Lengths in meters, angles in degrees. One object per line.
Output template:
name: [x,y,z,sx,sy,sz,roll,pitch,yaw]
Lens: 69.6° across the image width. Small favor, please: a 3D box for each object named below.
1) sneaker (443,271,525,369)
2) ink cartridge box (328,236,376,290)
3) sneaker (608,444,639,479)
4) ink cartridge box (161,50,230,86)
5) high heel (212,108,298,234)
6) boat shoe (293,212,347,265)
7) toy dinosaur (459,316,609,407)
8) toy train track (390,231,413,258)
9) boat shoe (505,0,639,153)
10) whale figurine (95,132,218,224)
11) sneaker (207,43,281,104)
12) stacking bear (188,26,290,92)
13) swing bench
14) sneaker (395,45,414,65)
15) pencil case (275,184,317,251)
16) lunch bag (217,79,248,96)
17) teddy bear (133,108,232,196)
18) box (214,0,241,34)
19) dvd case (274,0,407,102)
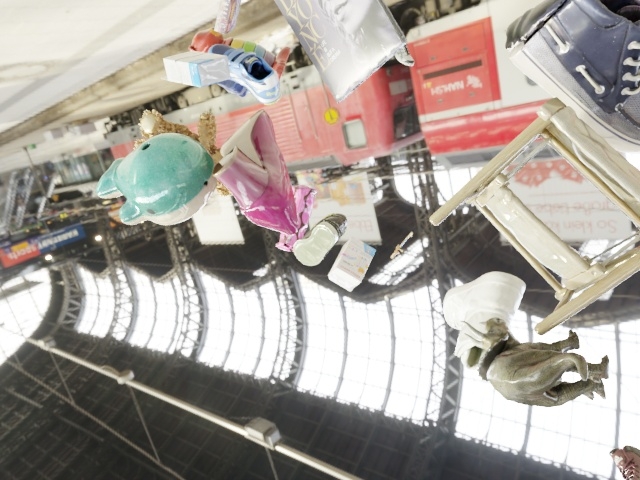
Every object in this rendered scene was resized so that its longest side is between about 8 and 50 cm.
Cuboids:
sneaker: [0.306,0.184,0.949,0.108,0.169,0.292,22,159,5]
ink cartridge box: [0.096,0.079,1.457,0.143,0.092,0.090,-62,-176,-27]
sneaker: [0.803,0.633,1.201,0.281,0.106,0.162,-4,-143,-29]
ink cartridge box: [-0.158,-0.214,0.570,0.083,0.028,0.048,21,-140,33]
high heel: [-0.116,-0.149,0.966,0.127,0.181,0.377,-35,-156,23]
boat shoe: [0.000,0.000,1.168,0.068,0.081,0.228,-44,-177,-31]
toy dinosaur: [0.299,0.188,0.645,0.160,0.121,0.313,-11,180,13]
toy train track: [0.198,0.014,1.104,0.083,0.014,0.048,-55,-176,28]
boat shoe: [0.472,-0.272,0.730,0.127,0.340,0.158,-64,-169,-20]
whale figurine: [-0.334,-0.132,0.892,0.272,0.141,0.216,10,-122,27]
sneaker: [-0.122,-0.282,0.744,0.053,0.144,0.059,-53,171,-18]
stacking bear: [-0.263,-0.569,1.452,0.289,0.164,0.175,20,-135,-13]
swing bench: [0.361,-0.040,0.700,0.165,0.253,0.255,-27,162,-47]
sneaker: [0.179,-0.419,1.009,0.032,0.083,0.037,-32,167,-45]
pencil case: [-0.072,-0.069,1.405,0.095,0.209,0.098,12,176,18]
lunch bag: [-0.242,-0.456,1.319,0.098,0.067,0.065,31,-175,30]
teddy bear: [-0.381,-0.255,1.352,0.338,0.245,0.113,3,-172,-1]
box: [-0.179,-0.498,0.934,0.027,0.137,0.094,18,-148,-9]
dvd case: [0.013,-0.336,0.670,0.018,0.221,0.164,-35,-174,-33]
